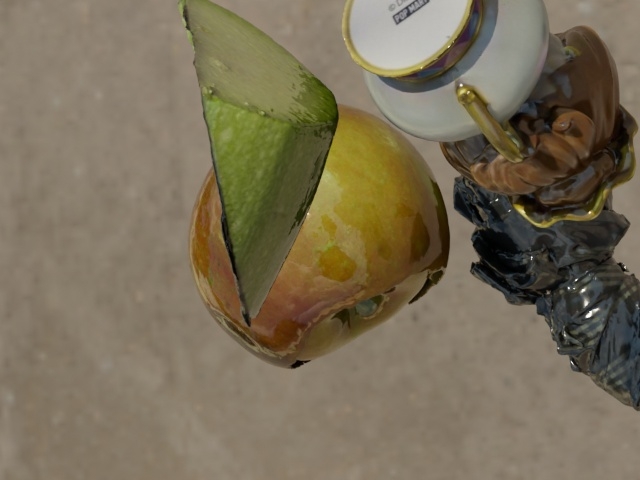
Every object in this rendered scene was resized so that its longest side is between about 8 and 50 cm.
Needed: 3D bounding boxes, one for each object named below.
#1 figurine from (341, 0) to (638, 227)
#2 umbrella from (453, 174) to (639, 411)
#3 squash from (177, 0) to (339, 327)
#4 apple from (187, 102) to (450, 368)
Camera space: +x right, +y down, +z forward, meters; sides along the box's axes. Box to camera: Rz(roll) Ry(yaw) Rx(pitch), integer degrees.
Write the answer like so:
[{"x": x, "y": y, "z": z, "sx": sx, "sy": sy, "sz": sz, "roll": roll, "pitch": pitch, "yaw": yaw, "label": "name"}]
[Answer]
[{"x": 0.127, "y": -0.107, "z": 1.355, "sx": 0.142, "sy": 0.263, "sz": 0.189, "roll": -29, "pitch": 55, "yaw": 22, "label": "figurine"}, {"x": 0.260, "y": 0.044, "z": 1.786, "sx": 0.336, "sy": 0.154, "sz": 0.128, "roll": 45, "pitch": 160, "yaw": 0, "label": "umbrella"}, {"x": -0.026, "y": -0.050, "z": 1.179, "sx": 0.192, "sy": 0.085, "sz": 0.184, "roll": -102, "pitch": 0, "yaw": -62, "label": "squash"}, {"x": 0.000, "y": 0.000, "z": 1.670, "sx": 0.207, "sy": 0.237, "sz": 0.237, "roll": 55, "pitch": 136, "yaw": 32, "label": "apple"}]
